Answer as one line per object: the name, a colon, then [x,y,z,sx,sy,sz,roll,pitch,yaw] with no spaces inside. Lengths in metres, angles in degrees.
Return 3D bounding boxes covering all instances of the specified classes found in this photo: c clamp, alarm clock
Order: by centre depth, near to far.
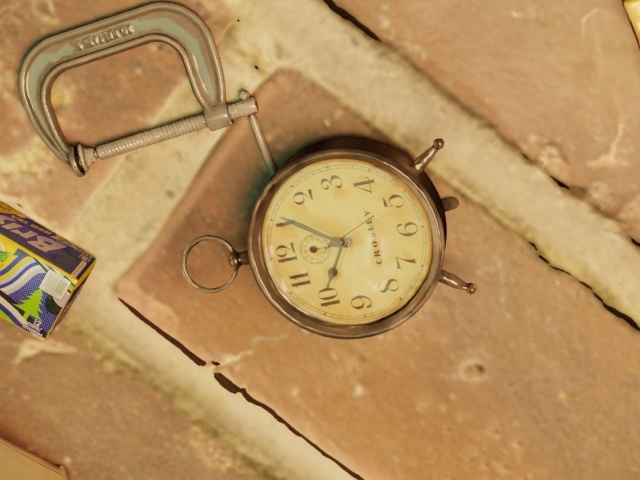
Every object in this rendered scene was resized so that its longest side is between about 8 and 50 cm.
alarm clock: [0.000,0.000,1.224,0.192,0.064,0.129,-11,104,6]
c clamp: [-0.120,-0.087,1.235,0.160,0.022,0.137,-11,104,9]

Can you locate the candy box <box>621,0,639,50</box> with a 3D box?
candy box: [0.296,-0.138,1.160,0.186,0.053,0.109,-22,101,10]

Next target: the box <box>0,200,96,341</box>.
box: [-0.242,-0.002,1.252,0.169,0.059,0.054,31,107,-3]

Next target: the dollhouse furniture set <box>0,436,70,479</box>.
dollhouse furniture set: [-0.302,0.236,1.260,0.242,0.212,0.161,-37,136,15]
